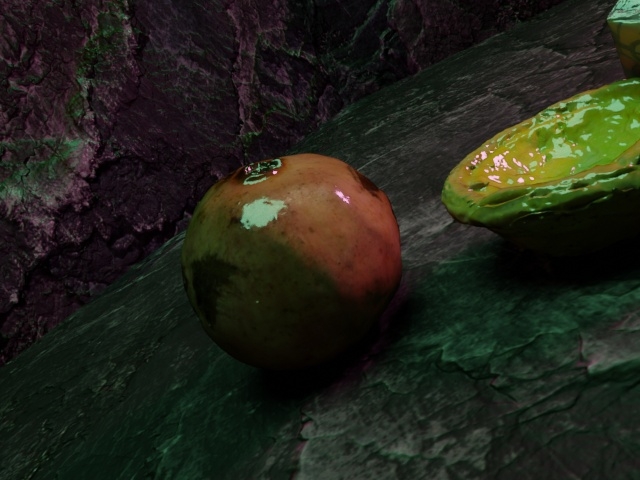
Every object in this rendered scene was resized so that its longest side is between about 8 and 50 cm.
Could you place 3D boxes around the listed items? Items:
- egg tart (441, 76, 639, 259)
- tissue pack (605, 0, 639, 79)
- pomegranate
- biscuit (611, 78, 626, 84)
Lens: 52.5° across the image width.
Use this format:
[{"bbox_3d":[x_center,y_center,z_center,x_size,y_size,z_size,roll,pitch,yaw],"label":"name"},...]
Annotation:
[{"bbox_3d":[0.325,-0.081,0.793,0.345,0.133,0.345,-27,15,8],"label":"egg tart"},{"bbox_3d":[0.435,-0.241,0.813,0.108,0.148,0.060,28,83,42],"label":"tissue pack"},{"bbox_3d":[-0.038,0.023,0.890,0.322,0.322,0.322,-28,15,8],"label":"pomegranate"},{"bbox_3d":[0.504,-0.229,1.064,0.168,0.070,0.082,-22,23,22],"label":"biscuit"}]
